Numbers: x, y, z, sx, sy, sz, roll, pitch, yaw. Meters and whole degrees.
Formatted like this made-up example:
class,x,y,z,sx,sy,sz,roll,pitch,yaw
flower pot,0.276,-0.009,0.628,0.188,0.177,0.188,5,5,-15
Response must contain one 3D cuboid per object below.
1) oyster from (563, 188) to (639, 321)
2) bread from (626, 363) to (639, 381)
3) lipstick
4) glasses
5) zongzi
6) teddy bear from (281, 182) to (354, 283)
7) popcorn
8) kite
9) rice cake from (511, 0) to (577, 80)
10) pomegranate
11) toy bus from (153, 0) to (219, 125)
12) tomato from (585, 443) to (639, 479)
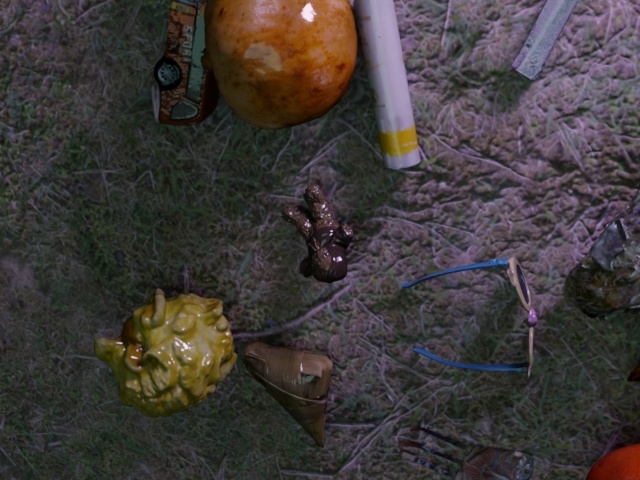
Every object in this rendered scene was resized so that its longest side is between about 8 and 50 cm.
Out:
class,x,y,z,sx,sy,sz,roll,pitch,yaw
oyster,0.478,0.010,1.397,0.351,0.158,0.162,-34,54,35
bread,0.594,0.200,1.455,0.269,0.095,0.139,-18,102,39
lipstick,0.099,-0.238,1.468,0.059,0.059,0.263,-4,109,21
glasses,0.244,0.112,1.570,0.221,0.088,0.189,2,114,40
zongzi,-0.060,0.264,1.720,0.160,0.078,0.176,14,118,20
teddy bear,0.005,0.000,1.583,0.119,0.078,0.160,-40,55,30
popcorn,-0.262,0.186,1.698,0.217,0.181,0.235,31,111,8
kite,0.248,0.375,1.687,0.229,0.016,0.127,22,114,7
rice cake,0.328,-0.320,1.365,0.043,0.034,0.210,28,117,4
pomegranate,-0.063,-0.279,1.413,0.248,0.248,0.248,7,113,17
toy bus,-0.183,-0.370,1.498,0.092,0.093,0.408,14,116,6
tomato,0.506,0.430,1.480,0.225,0.256,0.255,-13,108,-5
